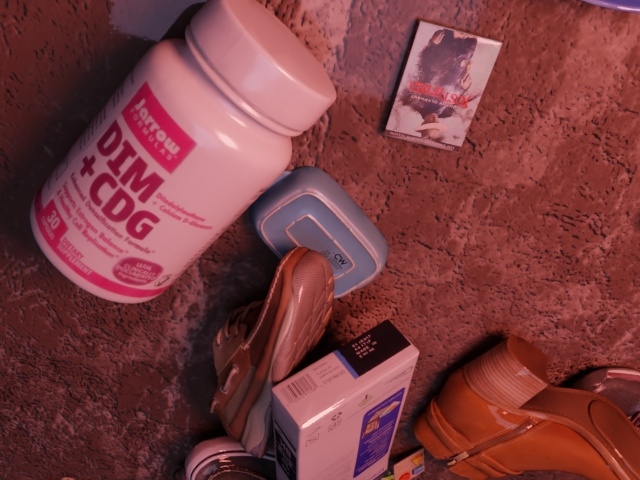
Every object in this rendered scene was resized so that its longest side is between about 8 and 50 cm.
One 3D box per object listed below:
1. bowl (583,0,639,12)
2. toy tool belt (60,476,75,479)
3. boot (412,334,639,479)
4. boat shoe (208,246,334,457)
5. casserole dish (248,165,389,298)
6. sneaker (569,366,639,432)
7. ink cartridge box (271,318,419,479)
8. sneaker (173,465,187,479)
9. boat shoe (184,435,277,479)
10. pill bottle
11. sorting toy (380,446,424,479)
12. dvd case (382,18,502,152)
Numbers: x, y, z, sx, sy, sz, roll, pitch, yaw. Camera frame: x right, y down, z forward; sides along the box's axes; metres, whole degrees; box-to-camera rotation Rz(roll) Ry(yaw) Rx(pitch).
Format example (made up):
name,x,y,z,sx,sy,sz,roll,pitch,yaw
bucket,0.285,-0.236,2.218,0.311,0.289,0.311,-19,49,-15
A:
name,x,y,z,sx,sy,sz,roll,pitch,yaw
bowl,0.282,-0.323,0.368,0.391,0.077,0.391,7,151,4
toy tool belt,-0.421,0.408,0.935,0.083,0.051,0.052,-9,122,5
boot,0.276,0.280,0.790,0.283,0.109,0.220,38,124,3
boat shoe,-0.076,0.135,0.717,0.116,0.123,0.324,29,125,14
casserole dish,0.000,0.000,0.690,0.114,0.037,0.188,-33,118,19
sneaker,0.467,0.285,0.797,0.281,0.162,0.106,29,118,-18
ink cartridge box,0.024,0.248,0.758,0.165,0.065,0.332,-27,143,-25
sneaker,-0.170,0.398,0.938,0.065,0.061,0.158,-14,120,35
boat shoe,-0.051,0.399,0.882,0.335,0.119,0.121,37,100,-26
pill bottle,-0.130,-0.083,0.563,0.160,0.160,0.283,38,114,-22
sorting toy,0.125,0.352,0.904,0.083,0.012,0.062,-22,128,-24
dvd case,0.121,-0.153,0.607,0.087,0.013,0.119,12,122,-8
